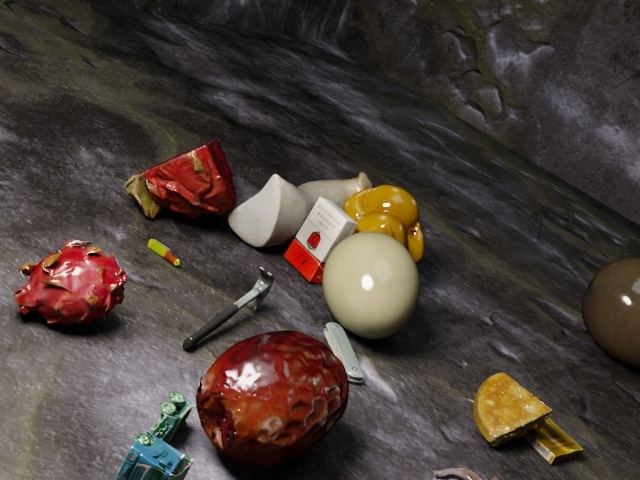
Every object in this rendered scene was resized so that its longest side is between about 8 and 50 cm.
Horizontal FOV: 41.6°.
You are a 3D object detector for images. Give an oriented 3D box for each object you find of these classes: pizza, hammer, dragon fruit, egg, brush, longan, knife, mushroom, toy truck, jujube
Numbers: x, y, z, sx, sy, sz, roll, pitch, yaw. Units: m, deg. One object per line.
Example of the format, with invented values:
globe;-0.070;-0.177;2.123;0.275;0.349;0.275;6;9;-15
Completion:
pizza;0.334;0.306;1.484;0.134;0.046;0.175;13;34;19
hammer;-0.155;0.120;1.446;0.029;0.103;0.246;35;33;13
dragon fruit;-0.284;-0.103;1.758;0.205;0.152;0.317;-21;10;2
egg;0.098;0.086;1.609;0.186;0.186;0.241;15;32;-18
brush;-0.293;0.024;1.603;0.083;0.018;0.021;32;15;26
longan;0.740;0.168;1.942;0.300;0.243;0.300;25;41;-24
knife;0.038;0.199;1.514;0.044;0.023;0.162;15;24;-23
mushroom;-0.023;-0.076;1.878;0.126;0.177;0.397;55;31;15
toy truck;-0.197;0.269;1.108;0.081;0.067;0.175;30;20;3
dragon fruit;-0.385;0.070;1.298;0.166;0.136;0.133;-18;6;-19
jujube;-0.062;0.218;1.193;0.183;0.183;0.243;34;27;26

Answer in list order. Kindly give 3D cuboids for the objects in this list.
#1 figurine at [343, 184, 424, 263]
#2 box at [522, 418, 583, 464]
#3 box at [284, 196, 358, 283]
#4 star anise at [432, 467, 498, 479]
figurine;0.128;-0.005;1.819;0.215;0.215;0.228;23;25;2
box;0.391;0.339;1.528;0.089;0.022;0.156;3;30;-39
box;0.000;0.000;1.746;0.048;0.152;0.100;21;17;-46
star anise;0.226;0.401;1.173;0.229;0.093;0.236;26;26;-7
